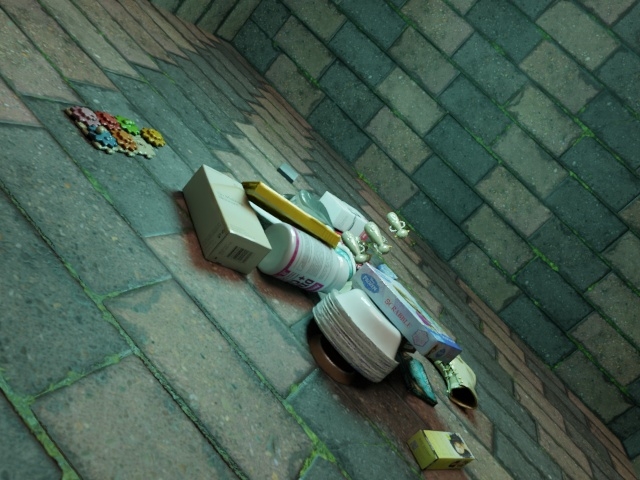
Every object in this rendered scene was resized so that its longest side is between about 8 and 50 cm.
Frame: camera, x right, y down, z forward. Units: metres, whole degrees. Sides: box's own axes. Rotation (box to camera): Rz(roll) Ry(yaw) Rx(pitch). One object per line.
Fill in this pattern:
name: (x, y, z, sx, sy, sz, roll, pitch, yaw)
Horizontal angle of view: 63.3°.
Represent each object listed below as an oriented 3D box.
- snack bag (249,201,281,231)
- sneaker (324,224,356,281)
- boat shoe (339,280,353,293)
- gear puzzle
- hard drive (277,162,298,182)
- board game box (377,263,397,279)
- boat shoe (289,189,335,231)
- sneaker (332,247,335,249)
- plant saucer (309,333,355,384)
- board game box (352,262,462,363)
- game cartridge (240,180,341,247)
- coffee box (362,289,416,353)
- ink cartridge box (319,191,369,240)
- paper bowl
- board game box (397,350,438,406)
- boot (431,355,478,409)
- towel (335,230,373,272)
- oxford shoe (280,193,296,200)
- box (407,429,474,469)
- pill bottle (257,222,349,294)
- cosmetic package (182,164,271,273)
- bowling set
snack bag: (-0.139, -0.026, 1.815, 0.342, 0.037, 0.323, 23, 26, -48)
sneaker: (0.032, 0.053, 1.957, 0.109, 0.107, 0.275, -6, 45, -42)
boat shoe: (0.091, 0.182, 1.835, 0.137, 0.049, 0.043, -46, 130, -73)
gear puzzle: (-0.565, -0.318, 1.531, 0.175, 0.044, 0.339, 48, 18, 12)
hard drive: (-0.156, -0.323, 2.474, 0.094, 0.022, 0.135, 41, 18, -8)
board game box: (0.315, 0.151, 2.430, 0.090, 0.020, 0.090, 50, 18, 14)
boat shoe: (-0.036, -0.097, 2.069, 0.320, 0.103, 0.118, 35, 33, -60)
sneaker: (0.000, 0.000, 1.902, 0.119, 0.047, 0.057, 17, 47, -9)
plant saucer: (0.040, 0.320, 1.436, 0.168, 0.029, 0.168, 38, 19, -16)
board game box: (0.274, 0.230, 1.607, 0.318, 0.066, 0.318, 48, 9, 30)
game cartridge: (-0.104, -0.087, 1.683, 0.323, 0.053, 0.285, 32, -5, -20)
coffee box: (0.252, 0.274, 1.845, 0.141, 0.098, 0.246, 23, 19, -46)
ink cartridge box: (0.111, -0.107, 2.408, 0.237, 0.100, 0.172, 28, 14, -41)
paper bowl: (0.122, 0.253, 1.492, 0.284, 0.148, 0.284, 45, 5, -5)
board game box: (0.317, 0.455, 1.737, 0.126, 0.026, 0.186, 36, 19, -24)
boot: (0.478, 0.485, 1.918, 0.262, 0.095, 0.203, 48, 19, -2)
towel: (0.152, 0.072, 2.242, 0.275, 0.031, 0.198, 55, 18, 25)
oxford shoe: (-0.132, -0.147, 2.071, 0.096, 0.083, 0.227, 25, 11, 29)
box: (0.337, 0.582, 1.441, 0.232, 0.058, 0.087, 24, 26, -46)
pill bottle: (-0.048, 0.066, 1.600, 0.283, 0.160, 0.160, 27, 24, -42)
cosmetic package: (-0.273, -0.063, 1.485, 0.160, 0.113, 0.310, 25, 26, -44)
bowling set: (0.227, 0.024, 2.195, 0.154, 0.286, 0.200, 61, -13, 24)
